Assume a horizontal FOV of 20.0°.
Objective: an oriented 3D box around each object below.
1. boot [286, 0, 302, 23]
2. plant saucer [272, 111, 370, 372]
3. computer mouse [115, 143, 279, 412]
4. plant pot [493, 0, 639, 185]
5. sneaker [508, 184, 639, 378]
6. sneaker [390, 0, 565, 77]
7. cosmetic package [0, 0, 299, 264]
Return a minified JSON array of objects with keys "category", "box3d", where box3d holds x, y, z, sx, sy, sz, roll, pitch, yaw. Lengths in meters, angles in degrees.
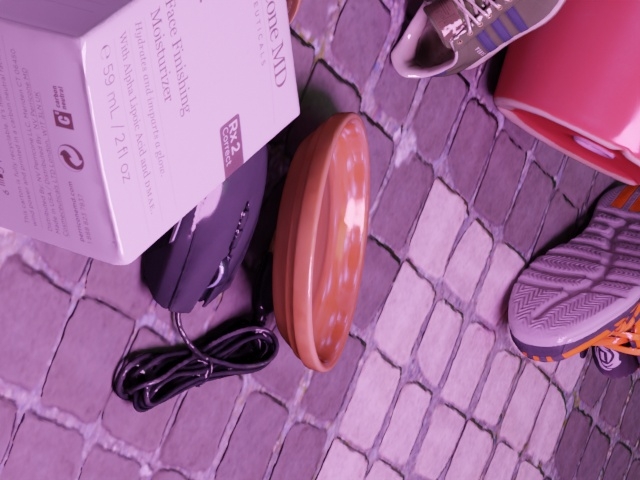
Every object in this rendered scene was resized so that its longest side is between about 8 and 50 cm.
[{"category":"boot","box3d":[-0.007,-0.258,1.271,0.152,0.073,0.197,-43,140,-48]},{"category":"plant saucer","box3d":[0.000,0.000,1.389,0.200,0.037,0.200,6,90,-78]},{"category":"computer mouse","box3d":[-0.057,-0.006,1.317,0.184,0.060,0.262,-11,113,-56]},{"category":"plant pot","box3d":[0.295,-0.186,1.641,0.243,0.275,0.275,-63,149,-1]},{"category":"sneaker","box3d":[0.296,0.083,1.882,0.321,0.124,0.180,-37,133,-46]},{"category":"sneaker","box3d":[0.126,-0.183,1.453,0.086,0.192,0.064,-19,77,-37]},{"category":"cosmetic package","box3d":[-0.128,-0.108,1.059,0.184,0.151,0.151,-44,140,-41]}]
